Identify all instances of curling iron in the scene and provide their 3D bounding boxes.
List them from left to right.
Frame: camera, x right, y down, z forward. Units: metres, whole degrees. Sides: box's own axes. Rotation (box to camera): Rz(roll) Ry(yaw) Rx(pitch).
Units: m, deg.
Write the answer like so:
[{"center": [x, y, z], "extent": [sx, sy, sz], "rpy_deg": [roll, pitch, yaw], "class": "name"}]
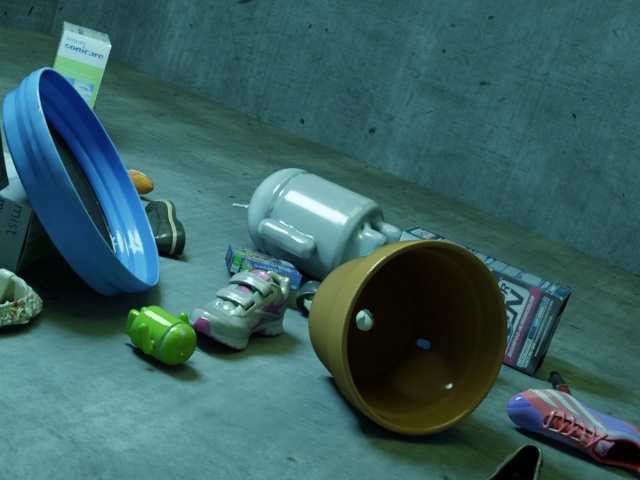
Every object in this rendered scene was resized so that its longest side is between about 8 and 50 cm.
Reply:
[{"center": [0.437, 0.281, 1.913], "extent": [0.068, 0.035, 0.274], "rpy_deg": [21, 14, 9], "class": "curling iron"}]

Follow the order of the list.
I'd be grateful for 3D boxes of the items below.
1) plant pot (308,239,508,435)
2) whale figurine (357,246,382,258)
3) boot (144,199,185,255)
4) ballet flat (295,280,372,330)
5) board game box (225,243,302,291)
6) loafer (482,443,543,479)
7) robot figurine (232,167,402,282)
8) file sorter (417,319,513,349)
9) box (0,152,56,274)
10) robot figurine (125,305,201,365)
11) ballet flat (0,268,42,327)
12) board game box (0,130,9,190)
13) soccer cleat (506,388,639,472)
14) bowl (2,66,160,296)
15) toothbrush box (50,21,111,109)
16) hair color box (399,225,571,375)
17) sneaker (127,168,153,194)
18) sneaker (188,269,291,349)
[{"center": [0.111, 0.135, 1.597], "extent": [0.291, 0.291, 0.203], "rpy_deg": [12, -1, -29], "class": "plant pot"}, {"center": [0.179, 0.113, 1.969], "extent": [0.272, 0.141, 0.216], "rpy_deg": [29, 32, -8], "class": "whale figurine"}, {"center": [-0.354, -0.038, 2.028], "extent": [0.137, 0.077, 0.198], "rpy_deg": [6, 17, -26], "class": "boot"}, {"center": [0.041, 0.137, 1.883], "extent": [0.203, 0.074, 0.074], "rpy_deg": [25, 15, 20], "class": "ballet flat"}, {"center": [-0.113, 0.050, 2.001], "extent": [0.136, 0.035, 0.201], "rpy_deg": [17, 3, -8], "class": "board game box"}, {"center": [0.233, 0.331, 1.334], "extent": [0.096, 0.084, 0.267], "rpy_deg": [23, 14, 17], "class": "loafer"}, {"center": [-0.007, -0.028, 2.174], "extent": [0.353, 0.200, 0.300], "rpy_deg": [25, 18, 23], "class": "robot figurine"}, {"center": [0.244, 0.181, 1.833], "extent": [0.170, 0.118, 0.104], "rpy_deg": [-7, 32, -45], "class": "file sorter"}, {"center": [-0.554, -0.066, 1.737], "extent": [0.231, 0.127, 0.262], "rpy_deg": [20, 13, 0], "class": "box"}, {"center": [-0.229, 0.139, 1.500], "extent": [0.115, 0.067, 0.101], "rpy_deg": [27, 18, 27], "class": "robot figurine"}, {"center": [-0.451, 0.080, 1.410], "extent": [0.091, 0.077, 0.241], "rpy_deg": [21, 13, 13], "class": "ballet flat"}, {"center": [-0.584, -0.112, 1.441], "extent": [0.097, 0.224, 0.303], "rpy_deg": [23, 41, 21], "class": "board game box"}, {"center": [0.427, 0.312, 1.696], "extent": [0.248, 0.083, 0.095], "rpy_deg": [20, 18, -6], "class": "soccer cleat"}, {"center": [-0.383, -0.086, 1.666], "extent": [0.077, 0.391, 0.391], "rpy_deg": [-26, 15, 4], "class": "bowl"}, {"center": [-0.615, -0.378, 2.551], "extent": [0.122, 0.283, 0.206], "rpy_deg": [14, 14, -18], "class": "toothbrush box"}, {"center": [0.307, 0.117, 2.087], "extent": [0.347, 0.174, 0.105], "rpy_deg": [23, 15, 19], "class": "hair color box"}, {"center": [-0.458, -0.128, 2.290], "extent": [0.175, 0.064, 0.067], "rpy_deg": [11, 35, -11], "class": "sneaker"}, {"center": [-0.129, 0.101, 1.688], "extent": [0.103, 0.111, 0.252], "rpy_deg": [24, 14, 19], "class": "sneaker"}]
